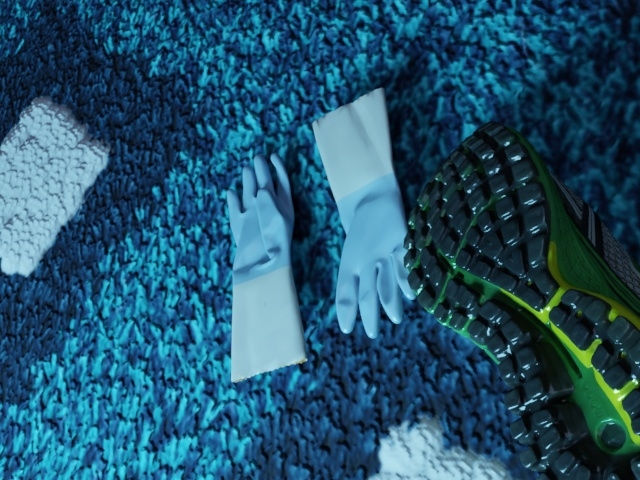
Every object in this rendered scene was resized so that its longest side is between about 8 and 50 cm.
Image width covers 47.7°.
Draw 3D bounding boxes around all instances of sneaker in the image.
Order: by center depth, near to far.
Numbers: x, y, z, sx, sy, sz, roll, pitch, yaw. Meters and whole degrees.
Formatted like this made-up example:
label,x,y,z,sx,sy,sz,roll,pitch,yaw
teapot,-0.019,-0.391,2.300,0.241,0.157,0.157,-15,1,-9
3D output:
label,x,y,z,sx,sy,sz,roll,pitch,yaw
sneaker,0.169,0.049,0.507,0.134,0.146,0.343,-50,40,29

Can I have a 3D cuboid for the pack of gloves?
label,x,y,z,sx,sy,sz,roll,pitch,yaw
pack of gloves,0.000,0.000,0.667,0.195,0.046,0.231,-23,58,29
